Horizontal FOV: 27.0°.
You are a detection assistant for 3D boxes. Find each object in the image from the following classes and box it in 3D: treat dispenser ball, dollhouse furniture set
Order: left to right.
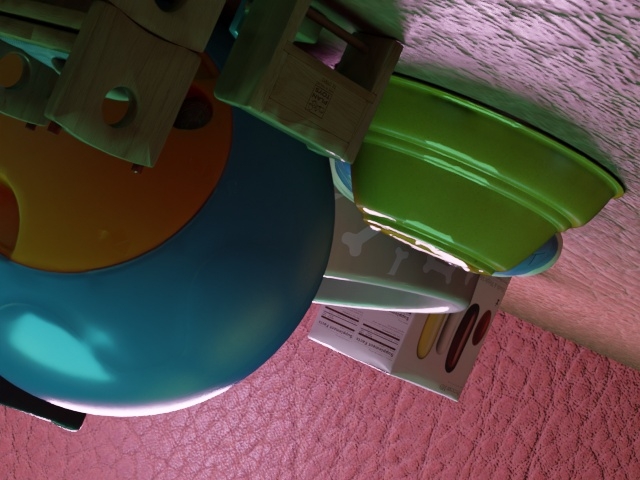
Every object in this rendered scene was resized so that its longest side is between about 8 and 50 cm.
[{"bbox_3d":[-0.133,-0.024,0.923,0.288,0.288,0.288,24,178,1],"label":"treat dispenser ball"},{"bbox_3d":[-0.079,-0.095,0.730,0.183,0.129,0.129,26,177,-41],"label":"dollhouse furniture set"}]

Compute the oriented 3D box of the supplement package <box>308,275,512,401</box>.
[{"bbox_3d":[0.126,0.083,1.798,0.149,0.203,0.194,22,178,38],"label":"supplement package"}]

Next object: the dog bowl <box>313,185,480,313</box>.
[{"bbox_3d":[0.000,0.000,1.308,0.348,0.102,0.349,9,172,1],"label":"dog bowl"}]

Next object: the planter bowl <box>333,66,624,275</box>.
[{"bbox_3d":[0.091,-0.034,0.918,0.217,0.090,0.217,23,178,1],"label":"planter bowl"}]

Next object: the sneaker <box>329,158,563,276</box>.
[{"bbox_3d":[0.102,-0.026,1.103,0.211,0.080,0.081,23,-179,-2],"label":"sneaker"}]

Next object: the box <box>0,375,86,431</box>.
[{"bbox_3d":[-0.300,-0.058,1.128,0.312,0.343,0.179,26,175,-31],"label":"box"}]
